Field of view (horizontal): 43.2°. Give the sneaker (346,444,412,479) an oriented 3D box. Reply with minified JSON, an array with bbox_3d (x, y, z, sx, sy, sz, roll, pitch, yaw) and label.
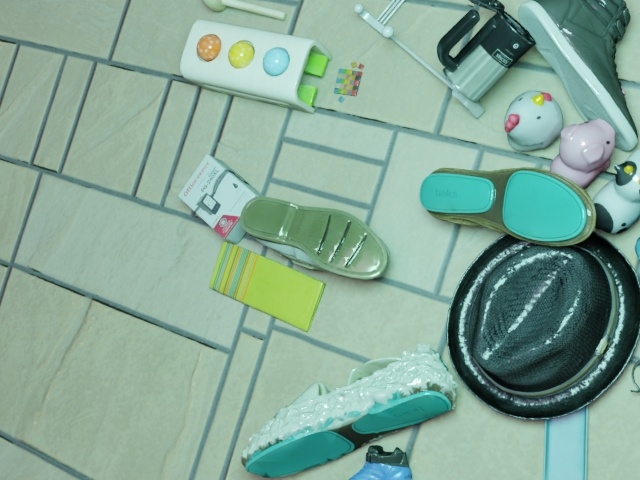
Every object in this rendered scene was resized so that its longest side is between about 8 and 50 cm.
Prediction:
[{"bbox_3d":[0.081,0.399,1.403,0.152,0.058,0.084,-13,82,18],"label":"sneaker"}]

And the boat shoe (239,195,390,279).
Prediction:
[{"bbox_3d":[0.000,0.000,1.483,0.302,0.103,0.113,23,79,27],"label":"boat shoe"}]

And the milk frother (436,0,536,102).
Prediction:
[{"bbox_3d":[0.264,-0.330,1.350,0.129,0.143,0.135,38,119,-12],"label":"milk frother"}]

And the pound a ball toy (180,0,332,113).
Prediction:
[{"bbox_3d":[-0.141,-0.392,1.594,0.319,0.136,0.208,18,89,25],"label":"pound a ball toy"}]

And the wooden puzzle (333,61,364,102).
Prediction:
[{"bbox_3d":[0.053,-0.306,1.561,0.049,0.006,0.083,13,87,26],"label":"wooden puzzle"}]

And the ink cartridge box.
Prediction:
[{"bbox_3d":[-0.195,-0.084,1.607,0.150,0.063,0.109,40,99,24],"label":"ink cartridge box"}]

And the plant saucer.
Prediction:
[{"bbox_3d":[0.395,0.305,1.299,0.067,0.018,0.192,0,83,25],"label":"plant saucer"}]

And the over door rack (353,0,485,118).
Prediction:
[{"bbox_3d":[0.237,-0.416,1.440,0.239,0.108,0.324,-48,66,11],"label":"over door rack"}]

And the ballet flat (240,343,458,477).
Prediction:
[{"bbox_3d":[0.048,0.295,1.417,0.409,0.147,0.147,-24,72,16],"label":"ballet flat"}]

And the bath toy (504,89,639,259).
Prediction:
[{"bbox_3d":[0.425,-0.123,1.280,0.348,0.129,0.151,46,118,25],"label":"bath toy"}]

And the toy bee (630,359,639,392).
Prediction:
[{"bbox_3d":[0.581,0.280,1.139,0.298,0.162,0.195,9,87,26],"label":"toy bee"}]

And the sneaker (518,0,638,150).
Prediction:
[{"bbox_3d":[0.463,-0.297,1.313,0.147,0.104,0.295,-33,87,-4],"label":"sneaker"}]

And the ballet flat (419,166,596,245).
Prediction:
[{"bbox_3d":[0.315,-0.057,1.298,0.342,0.124,0.116,10,93,50],"label":"ballet flat"}]

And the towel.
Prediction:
[{"bbox_3d":[-0.106,0.086,1.566,0.237,0.021,0.102,22,96,25],"label":"towel"}]

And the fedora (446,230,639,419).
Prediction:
[{"bbox_3d":[0.334,0.115,1.272,0.334,0.152,0.334,-7,74,24],"label":"fedora"}]
